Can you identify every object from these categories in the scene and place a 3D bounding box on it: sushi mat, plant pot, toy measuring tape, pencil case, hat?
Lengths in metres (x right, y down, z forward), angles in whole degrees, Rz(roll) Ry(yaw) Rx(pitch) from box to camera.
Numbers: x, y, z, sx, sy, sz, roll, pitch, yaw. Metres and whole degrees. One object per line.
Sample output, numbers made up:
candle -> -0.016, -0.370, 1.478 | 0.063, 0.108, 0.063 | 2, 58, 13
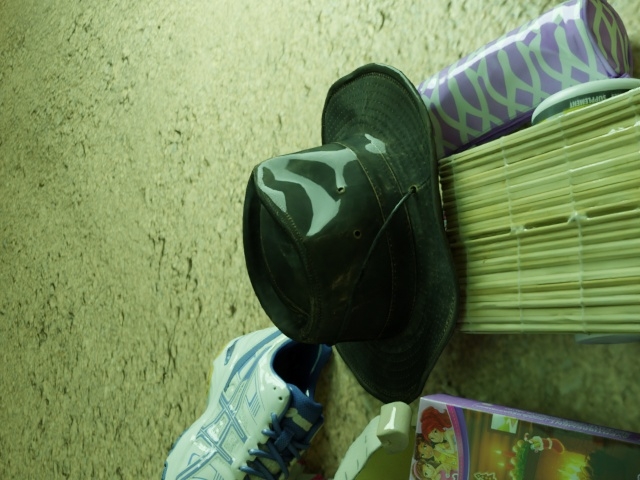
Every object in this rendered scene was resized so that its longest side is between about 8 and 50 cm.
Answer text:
sushi mat -> 0.174, -0.012, 0.548 | 0.316, 0.019, 0.151 | 166, 103, -65
plant pot -> 0.091, 0.215, 0.731 | 0.081, 0.081, 0.083 | 41, 106, 45
toy measuring tape -> 0.024, 0.272, 0.678 | 0.330, 0.121, 0.121 | -59, 45, 30
pencil case -> 0.165, -0.131, 0.701 | 0.206, 0.086, 0.088 | -26, 56, 44
hat -> 0.000, 0.000, 0.773 | 0.331, 0.134, 0.331 | 175, 90, -70

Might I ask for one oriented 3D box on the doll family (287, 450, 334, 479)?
doll family -> -0.064, 0.353, 0.847 | 0.163, 0.118, 0.263 | -1, 80, 46

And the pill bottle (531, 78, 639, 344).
pill bottle -> 0.218, -0.019, 0.605 | 0.103, 0.103, 0.184 | -17, 70, 46

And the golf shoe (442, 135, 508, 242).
golf shoe -> 0.145, -0.019, 0.723 | 0.186, 0.067, 0.086 | -49, 54, 43

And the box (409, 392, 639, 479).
box -> 0.157, 0.279, 0.608 | 0.201, 0.057, 0.293 | 6, 88, 30

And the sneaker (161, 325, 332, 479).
sneaker -> -0.066, 0.200, 0.819 | 0.131, 0.112, 0.296 | -24, 37, 32
